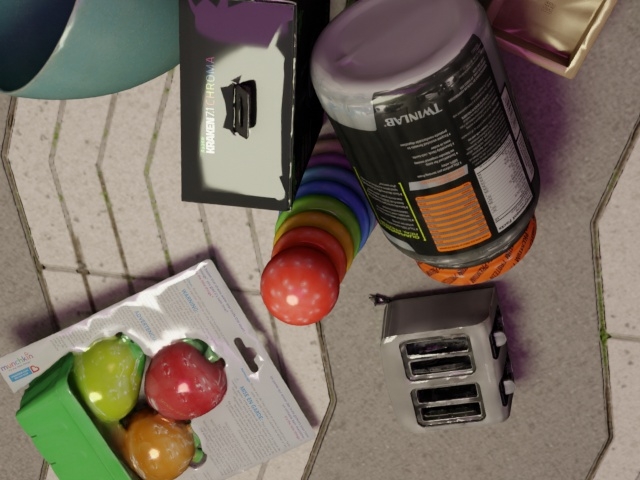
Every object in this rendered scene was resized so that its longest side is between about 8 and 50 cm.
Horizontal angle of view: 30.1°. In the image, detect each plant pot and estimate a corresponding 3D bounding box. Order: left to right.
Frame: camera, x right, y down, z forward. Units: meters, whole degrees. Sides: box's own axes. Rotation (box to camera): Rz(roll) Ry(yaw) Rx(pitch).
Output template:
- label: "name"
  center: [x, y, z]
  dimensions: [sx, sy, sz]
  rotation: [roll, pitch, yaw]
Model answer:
- label: "plant pot"
  center: [-0.246, -0.291, 1.386]
  dimensions: [0.195, 0.290, 0.290]
  rotation: [11, 125, -37]

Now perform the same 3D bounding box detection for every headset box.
- label: "headset box"
  center: [-0.074, -0.197, 1.374]
  dimensions: [0.131, 0.283, 0.246]
  rotation: [6, 117, 6]

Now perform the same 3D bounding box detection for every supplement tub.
- label: "supplement tub"
  center: [0.136, -0.115, 1.393]
  dimensions: [0.207, 0.207, 0.338]
  rotation: [-13, 134, 15]

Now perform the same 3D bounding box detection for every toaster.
- label: "toaster"
  center: [0.166, 0.160, 1.615]
  dimensions: [0.186, 0.110, 0.168]
  rotation: [-8, 114, 13]

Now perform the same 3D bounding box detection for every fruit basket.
- label: "fruit basket"
  center: [-0.234, 0.225, 1.712]
  dimensions: [0.353, 0.165, 0.327]
  rotation: [-28, 111, 4]

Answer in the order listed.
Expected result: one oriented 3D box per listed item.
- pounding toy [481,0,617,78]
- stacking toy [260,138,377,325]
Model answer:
- label: "pounding toy"
  center: [0.311, -0.286, 1.368]
  dimensions: [0.206, 0.094, 0.181]
  rotation: [23, 123, -3]
- label: "stacking toy"
  center: [0.000, 0.000, 1.435]
  dimensions: [0.141, 0.330, 0.141]
  rotation: [4, 118, 7]
